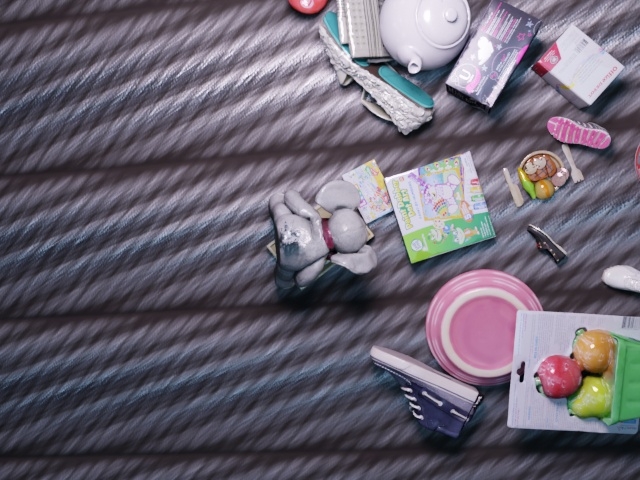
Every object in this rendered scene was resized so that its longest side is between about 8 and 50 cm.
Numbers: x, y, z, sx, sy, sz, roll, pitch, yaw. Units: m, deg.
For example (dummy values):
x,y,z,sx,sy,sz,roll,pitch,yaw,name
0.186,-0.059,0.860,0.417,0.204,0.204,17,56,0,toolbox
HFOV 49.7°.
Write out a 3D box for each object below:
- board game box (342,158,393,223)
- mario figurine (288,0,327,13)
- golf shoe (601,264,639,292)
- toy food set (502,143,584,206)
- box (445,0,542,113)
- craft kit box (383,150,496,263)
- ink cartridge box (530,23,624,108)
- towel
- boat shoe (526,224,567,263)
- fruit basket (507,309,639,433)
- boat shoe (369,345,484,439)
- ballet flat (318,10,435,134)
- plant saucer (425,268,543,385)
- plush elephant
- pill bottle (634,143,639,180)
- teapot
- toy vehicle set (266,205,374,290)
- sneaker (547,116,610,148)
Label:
x,y,z,sx,sy,sz,roll,pitch,yaw,name
0.141,-0.139,1.952,0.104,0.026,0.154,-27,91,10,board game box
-0.013,-0.765,1.835,0.198,0.170,0.320,9,89,41,mario figurine
0.851,0.110,1.849,0.176,0.086,0.069,10,99,8,golf shoe
0.605,-0.179,1.877,0.192,0.038,0.132,-24,92,9,toy food set
0.446,-0.478,1.807,0.142,0.163,0.247,31,99,7,box
0.327,-0.091,1.904,0.247,0.061,0.249,-18,93,5,craft kit box
0.666,-0.448,1.797,0.176,0.127,0.128,42,99,2,ink cartridge box
0.186,-0.636,1.826,0.313,0.056,0.323,-9,93,-23,towel
0.614,0.009,1.889,0.133,0.049,0.042,42,92,-2,boat shoe
0.687,0.352,1.850,0.354,0.165,0.326,3,96,6,fruit basket
0.274,0.430,1.937,0.341,0.127,0.158,24,92,5,boat shoe
0.126,-0.441,1.879,0.409,0.147,0.147,43,99,3,ballet flat
0.459,0.248,1.918,0.333,0.084,0.331,1,95,8,plant saucer
0.008,-0.014,1.839,0.256,0.330,0.271,-5,87,-10,plush elephant
0.919,-0.196,1.668,0.211,0.363,0.210,1,95,8,pill bottle
0.285,-0.555,1.727,0.253,0.187,0.255,-14,100,-19,teapot
0.000,0.000,1.980,0.267,0.035,0.166,-37,90,10,toy vehicle set
0.695,-0.290,1.846,0.171,0.075,0.063,22,117,27,sneaker
